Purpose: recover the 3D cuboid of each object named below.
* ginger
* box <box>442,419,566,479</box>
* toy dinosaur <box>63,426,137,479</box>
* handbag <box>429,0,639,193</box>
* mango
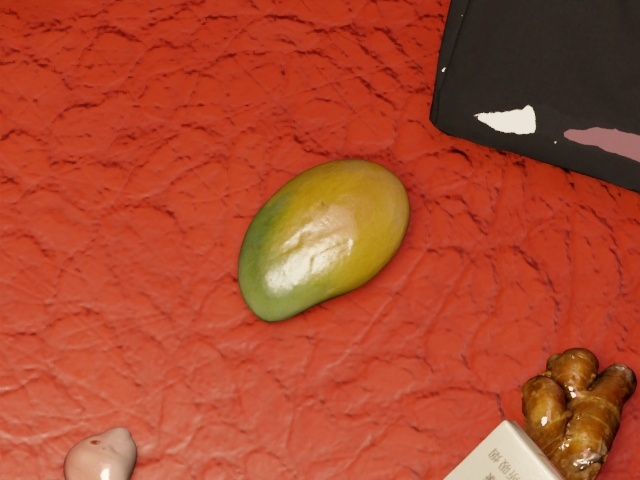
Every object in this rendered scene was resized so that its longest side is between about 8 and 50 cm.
[{"bbox_3d":[0.235,0.159,1.634,0.103,0.073,0.162,39,44,-1],"label":"ginger"},{"bbox_3d":[0.125,0.289,1.518,0.245,0.035,0.139,-45,69,14],"label":"box"},{"bbox_3d":[-0.185,0.260,1.518,0.177,0.152,0.194,33,62,16],"label":"toy dinosaur"},{"bbox_3d":[0.276,-0.200,1.750,0.302,0.275,0.178,16,24,3],"label":"handbag"},{"bbox_3d":[0.000,0.000,1.671,0.130,0.092,0.194,39,78,7],"label":"mango"}]
